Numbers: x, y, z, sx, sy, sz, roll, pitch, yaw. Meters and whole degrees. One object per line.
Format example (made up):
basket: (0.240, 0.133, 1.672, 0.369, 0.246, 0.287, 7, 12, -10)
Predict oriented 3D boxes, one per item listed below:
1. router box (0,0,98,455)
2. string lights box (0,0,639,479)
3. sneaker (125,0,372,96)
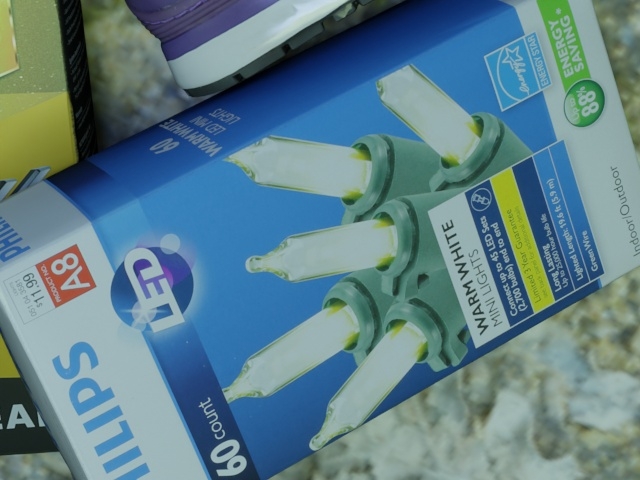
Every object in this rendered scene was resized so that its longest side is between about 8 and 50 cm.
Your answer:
router box: (-0.248, -0.025, 0.685, 0.308, 0.081, 0.243, -4, 113, -1)
string lights box: (0.000, 0.000, 0.660, 0.259, 0.077, 0.133, -29, 115, -15)
sneaker: (0.032, -0.176, 0.625, 0.283, 0.107, 0.124, -30, 105, 10)
